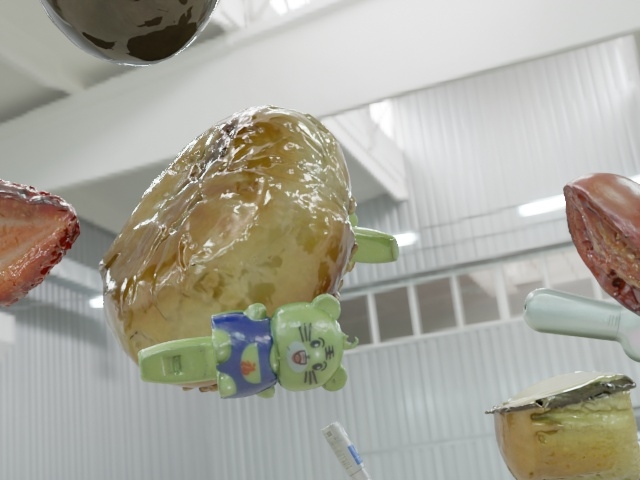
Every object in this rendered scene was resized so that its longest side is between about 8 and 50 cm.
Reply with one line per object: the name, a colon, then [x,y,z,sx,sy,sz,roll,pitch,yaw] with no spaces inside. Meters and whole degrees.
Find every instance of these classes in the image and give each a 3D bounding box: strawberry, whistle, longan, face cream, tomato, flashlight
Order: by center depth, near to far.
tomato: [0.326,0.005,0.968,0.082,0.174,0.166,-32,-43,-5]
whistle: [-0.073,0.115,0.988,0.227,0.105,0.085,-6,11,-6]
longan: [-0.221,-0.351,1.110,0.243,0.300,0.300,-1,-18,2]
strawberry: [-0.395,-0.017,1.247,0.228,0.174,0.098,-34,-11,25]
flashlight: [0.371,0.107,1.286,0.200,0.093,0.047,8,-8,27]
face cream: [0.048,0.354,1.547,0.034,0.130,0.034,-30,-9,-6]
whistle: [0.000,0.000,1.585,0.288,0.131,0.106,5,25,31]

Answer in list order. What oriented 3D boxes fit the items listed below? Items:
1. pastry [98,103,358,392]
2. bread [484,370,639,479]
pastry: [-0.108,0.014,1.284,0.409,0.410,0.245,-23,-51,40]
bread: [0.341,0.270,1.348,0.204,0.163,0.262,-8,-13,14]
